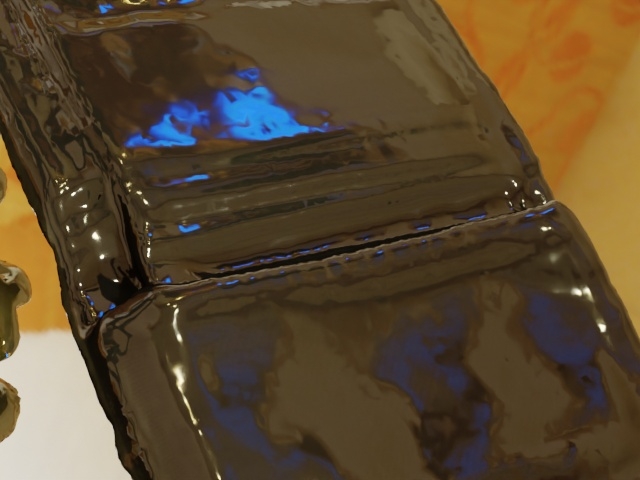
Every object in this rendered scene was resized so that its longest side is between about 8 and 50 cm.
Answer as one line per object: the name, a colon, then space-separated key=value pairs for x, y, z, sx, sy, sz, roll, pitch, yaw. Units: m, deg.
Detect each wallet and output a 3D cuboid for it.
wallet: x=0.000 y=0.000 z=0.744 sx=0.247 sy=0.323 sz=0.041 roll=-13 pitch=153 yaw=-33

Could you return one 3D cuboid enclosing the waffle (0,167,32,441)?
waffle: x=-0.238 y=0.042 z=0.667 sx=0.309 sy=0.056 sz=0.291 roll=34 pitch=63 yaw=-35
